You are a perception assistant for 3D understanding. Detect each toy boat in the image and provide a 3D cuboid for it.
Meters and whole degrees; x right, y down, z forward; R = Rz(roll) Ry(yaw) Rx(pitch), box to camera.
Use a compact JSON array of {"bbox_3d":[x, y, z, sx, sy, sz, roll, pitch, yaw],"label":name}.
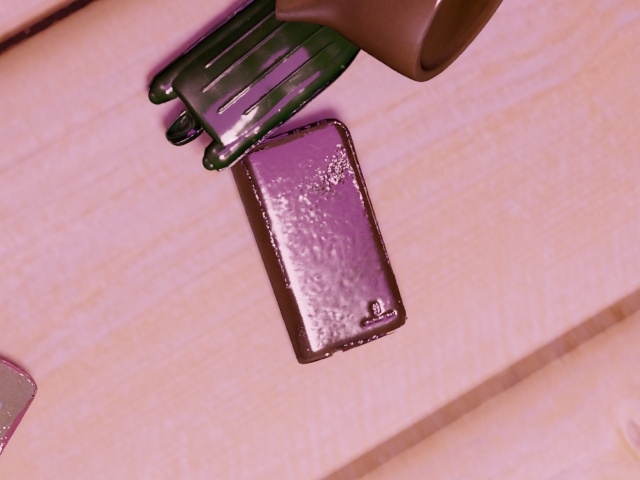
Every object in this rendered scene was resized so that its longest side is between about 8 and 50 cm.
[{"bbox_3d":[-0.048,-0.151,1.424,0.210,0.052,0.104,-40,83,-4],"label":"toy boat"}]

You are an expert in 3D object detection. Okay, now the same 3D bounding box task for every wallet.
[{"bbox_3d":[0.000,0.000,1.463,0.110,0.031,0.198,-20,101,-7],"label":"wallet"}]

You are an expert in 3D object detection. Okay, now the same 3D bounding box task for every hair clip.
[{"bbox_3d":[-0.295,0.166,1.438,0.054,0.022,0.137,30,92,-11],"label":"hair clip"}]

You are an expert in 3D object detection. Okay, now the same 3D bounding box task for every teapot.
[{"bbox_3d":[0.069,-0.257,1.354,0.175,0.185,0.268,37,72,11],"label":"teapot"}]
